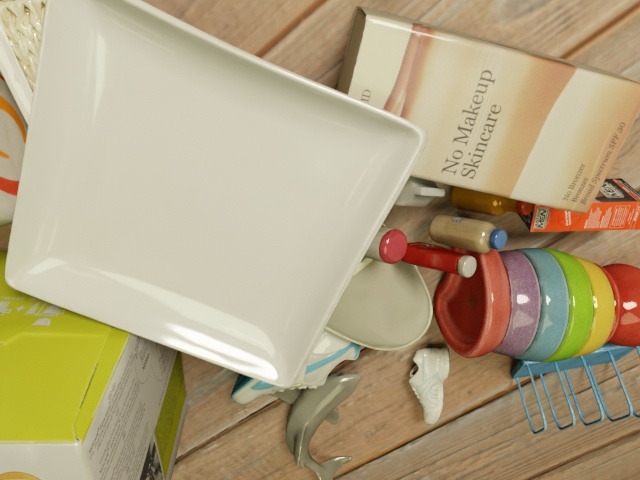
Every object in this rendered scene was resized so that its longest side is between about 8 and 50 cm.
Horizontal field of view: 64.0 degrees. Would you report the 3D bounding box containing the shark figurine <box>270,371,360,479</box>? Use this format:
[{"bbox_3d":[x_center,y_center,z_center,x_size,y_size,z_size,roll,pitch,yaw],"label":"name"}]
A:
[{"bbox_3d":[-0.021,0.349,0.873,0.166,0.116,0.278,2,118,0],"label":"shark figurine"}]

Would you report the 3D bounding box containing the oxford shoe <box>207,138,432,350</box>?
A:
[{"bbox_3d":[0.000,0.000,0.640,0.169,0.130,0.449,-44,114,-6],"label":"oxford shoe"}]

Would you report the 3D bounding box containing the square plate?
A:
[{"bbox_3d":[-0.124,-0.032,0.526,0.347,0.049,0.344,23,117,-7],"label":"square plate"}]

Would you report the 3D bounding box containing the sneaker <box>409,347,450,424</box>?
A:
[{"bbox_3d":[0.176,0.238,0.847,0.061,0.054,0.152,4,114,8],"label":"sneaker"}]

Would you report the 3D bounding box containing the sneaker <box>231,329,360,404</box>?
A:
[{"bbox_3d":[-0.044,0.197,0.794,0.228,0.087,0.092,-36,107,18],"label":"sneaker"}]

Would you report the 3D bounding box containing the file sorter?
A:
[{"bbox_3d":[0.398,0.226,0.782,0.170,0.104,0.118,-12,154,6],"label":"file sorter"}]

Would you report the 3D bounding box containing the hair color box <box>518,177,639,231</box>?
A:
[{"bbox_3d":[0.334,-0.047,0.666,0.141,0.072,0.043,-2,121,0],"label":"hair color box"}]

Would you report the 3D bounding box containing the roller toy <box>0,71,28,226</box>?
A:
[{"bbox_3d":[-0.410,-0.101,0.558,0.146,0.191,0.209,-15,119,9],"label":"roller toy"}]

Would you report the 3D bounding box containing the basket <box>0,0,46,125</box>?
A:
[{"bbox_3d":[-0.265,-0.186,0.557,0.103,0.113,0.167,-12,120,4],"label":"basket"}]

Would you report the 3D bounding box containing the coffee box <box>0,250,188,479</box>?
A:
[{"bbox_3d":[-0.385,0.234,0.670,0.337,0.338,0.334,1,120,-2],"label":"coffee box"}]

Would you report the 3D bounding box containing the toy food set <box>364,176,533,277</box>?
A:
[{"bbox_3d":[0.135,-0.020,0.592,0.232,0.104,0.111,0,101,-37],"label":"toy food set"}]

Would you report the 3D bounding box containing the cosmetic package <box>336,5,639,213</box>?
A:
[{"bbox_3d":[0.167,-0.145,0.571,0.296,0.129,0.153,10,117,-6],"label":"cosmetic package"}]

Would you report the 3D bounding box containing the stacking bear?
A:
[{"bbox_3d":[0.329,0.085,0.701,0.289,0.164,0.175,3,123,-8],"label":"stacking bear"}]
